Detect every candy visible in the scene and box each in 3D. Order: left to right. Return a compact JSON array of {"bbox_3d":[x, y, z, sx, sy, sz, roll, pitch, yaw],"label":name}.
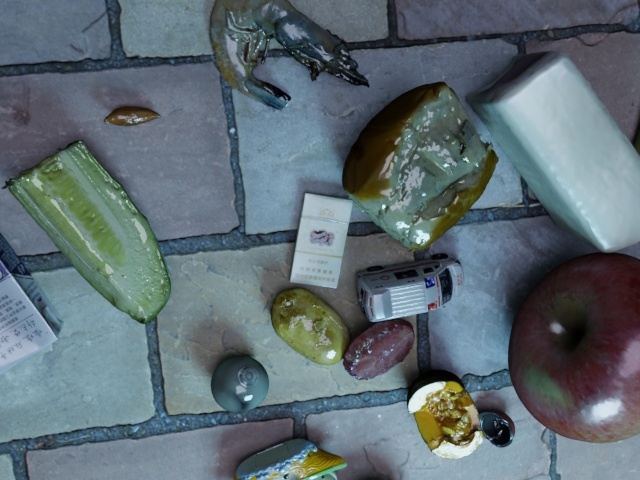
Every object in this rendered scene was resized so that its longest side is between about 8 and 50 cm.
[{"bbox_3d":[0.427,-0.157,1.419,0.145,0.208,0.358,-39,106,1],"label":"candy"}]

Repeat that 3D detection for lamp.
[{"bbox_3d":[-0.145,0.259,1.459,0.105,0.105,0.105,-2,102,-9],"label":"lamp"}]

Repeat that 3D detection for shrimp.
[{"bbox_3d":[-0.066,-0.307,1.377,0.289,0.075,0.178,33,102,-15],"label":"shrimp"}]

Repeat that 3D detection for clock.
[{"bbox_3d":[-0.059,0.458,1.517,0.231,0.103,0.144,-22,106,-3],"label":"clock"}]

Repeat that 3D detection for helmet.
[{"bbox_3d":[0.349,0.361,1.594,0.084,0.049,0.065,47,127,9],"label":"helmet"}]

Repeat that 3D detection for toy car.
[{"bbox_3d":[0.172,0.088,1.476,0.210,0.108,0.089,-10,103,-8],"label":"toy car"}]

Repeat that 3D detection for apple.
[{"bbox_3d":[0.509,0.197,1.459,0.269,0.345,0.344,24,97,-35],"label":"apple"}]

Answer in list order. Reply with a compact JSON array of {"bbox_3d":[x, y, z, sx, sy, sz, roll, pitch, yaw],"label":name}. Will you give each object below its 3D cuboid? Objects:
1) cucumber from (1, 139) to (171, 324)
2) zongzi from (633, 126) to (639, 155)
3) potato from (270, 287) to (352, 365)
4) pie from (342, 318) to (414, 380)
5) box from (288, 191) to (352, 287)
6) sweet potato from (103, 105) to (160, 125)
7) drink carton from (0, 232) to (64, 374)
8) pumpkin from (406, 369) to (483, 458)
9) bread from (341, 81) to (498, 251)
[{"bbox_3d":[-0.373,-0.008,1.371,0.145,0.105,0.325,-44,107,-27],"label":"cucumber"},{"bbox_3d":[0.609,-0.210,1.525,0.104,0.052,0.113,-39,92,6],"label":"zongzi"},{"bbox_3d":[-0.018,0.158,1.475,0.107,0.080,0.170,-39,107,12],"label":"potato"},{"bbox_3d":[0.109,0.198,1.489,0.155,0.036,0.154,-23,141,-21],"label":"pie"},{"bbox_3d":[0.000,0.000,1.472,0.090,0.024,0.166,8,101,-11],"label":"box"},{"bbox_3d":[-0.319,-0.210,1.371,0.095,0.034,0.034,-7,103,-19],"label":"sweet potato"},{"bbox_3d":[-0.551,0.102,1.360,0.134,0.102,0.222,-32,105,-4],"label":"drink carton"},{"bbox_3d":[0.230,0.315,1.535,0.119,0.107,0.183,-24,112,3],"label":"pumpkin"},{"bbox_3d":[0.167,-0.126,1.356,0.225,0.279,0.250,41,91,-1],"label":"bread"}]
